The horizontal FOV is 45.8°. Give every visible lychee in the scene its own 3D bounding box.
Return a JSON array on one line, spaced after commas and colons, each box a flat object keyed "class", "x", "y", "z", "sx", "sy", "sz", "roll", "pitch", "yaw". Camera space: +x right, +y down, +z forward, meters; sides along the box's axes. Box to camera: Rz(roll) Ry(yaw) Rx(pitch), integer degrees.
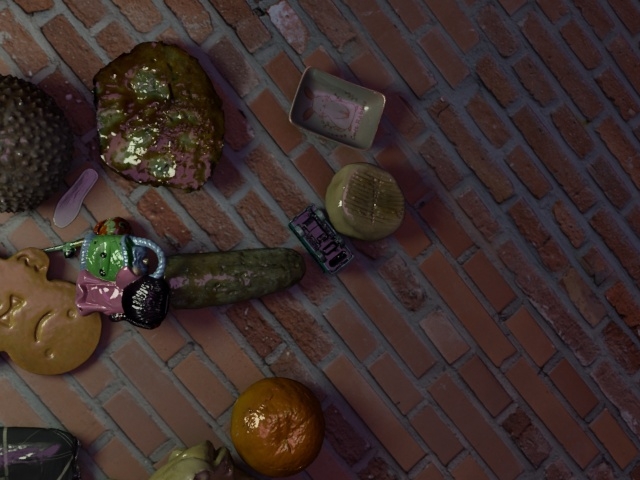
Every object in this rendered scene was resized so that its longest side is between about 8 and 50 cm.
[{"class": "lychee", "x": -0.655, "y": -0.200, "z": 1.556, "sx": 0.300, "sy": 0.300, "sz": 0.300, "roll": 1, "pitch": 87, "yaw": -13}]

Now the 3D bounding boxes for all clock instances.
[{"class": "clock", "x": -0.409, "y": 0.084, "z": 1.596, "sx": 0.195, "sy": 0.100, "sz": 0.194, "roll": 11, "pitch": 98, "yaw": 12}]

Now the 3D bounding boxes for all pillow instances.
[{"class": "pillow", "x": -0.681, "y": 0.479, "z": 1.609, "sx": 0.335, "sy": 0.092, "sz": 0.162, "roll": 0, "pitch": 91, "yaw": -12}]

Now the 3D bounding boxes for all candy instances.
[{"class": "candy", "x": -0.557, "y": 0.011, "z": 1.674, "sx": 0.287, "sy": 0.084, "sz": 0.078, "roll": -13, "pitch": 95, "yaw": -6}]

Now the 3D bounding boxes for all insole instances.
[{"class": "insole", "x": -0.553, "y": -0.096, "z": 1.709, "sx": 0.053, "sy": 0.002, "sz": 0.153, "roll": 35, "pitch": 81, "yaw": -9}]

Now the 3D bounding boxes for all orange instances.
[{"class": "orange", "x": -0.096, "y": 0.415, "z": 1.693, "sx": 0.219, "sy": 0.193, "sz": 0.219, "roll": -2, "pitch": 93, "yaw": -38}]

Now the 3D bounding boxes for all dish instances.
[{"class": "dish", "x": 0.036, "y": -0.308, "z": 1.814, "sx": 0.212, "sy": 0.077, "sz": 0.151, "roll": 19, "pitch": 85, "yaw": -11}]

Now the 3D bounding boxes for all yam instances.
[{"class": "yam", "x": -0.194, "y": 0.077, "z": 1.723, "sx": 0.330, "sy": 0.133, "sz": 0.133, "roll": -8, "pitch": 89, "yaw": -17}]

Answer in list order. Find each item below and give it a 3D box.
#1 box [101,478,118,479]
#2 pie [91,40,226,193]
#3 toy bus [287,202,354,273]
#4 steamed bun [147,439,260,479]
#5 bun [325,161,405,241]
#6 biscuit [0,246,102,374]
[{"class": "box", "x": -0.524, "y": 0.757, "z": 1.634, "sx": 0.373, "sy": 0.090, "sz": 0.367, "roll": -27, "pitch": 92, "yaw": -12}, {"class": "pie", "x": -0.360, "y": -0.273, "z": 1.710, "sx": 0.288, "sy": 0.103, "sz": 0.355, "roll": -8, "pitch": 85, "yaw": -13}, {"class": "toy bus", "x": 0.000, "y": 0.000, "z": 1.784, "sx": 0.079, "sy": 0.092, "sz": 0.160, "roll": -39, "pitch": 90, "yaw": -10}, {"class": "steamed bun", "x": -0.263, "y": 0.616, "z": 1.614, "sx": 0.325, "sy": 0.230, "sz": 0.372, "roll": -56, "pitch": 131, "yaw": -41}, {"class": "bun", "x": 0.104, "y": -0.089, "z": 1.797, "sx": 0.193, "sy": 0.128, "sz": 0.178, "roll": 14, "pitch": 84, "yaw": -23}, {"class": "biscuit", "x": -0.643, "y": 0.155, "z": 1.624, "sx": 0.355, "sy": 0.052, "sz": 0.275, "roll": 34, "pitch": 82, "yaw": -19}]
